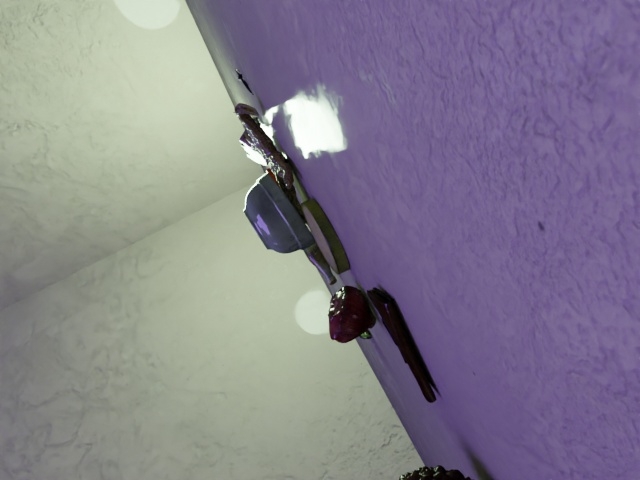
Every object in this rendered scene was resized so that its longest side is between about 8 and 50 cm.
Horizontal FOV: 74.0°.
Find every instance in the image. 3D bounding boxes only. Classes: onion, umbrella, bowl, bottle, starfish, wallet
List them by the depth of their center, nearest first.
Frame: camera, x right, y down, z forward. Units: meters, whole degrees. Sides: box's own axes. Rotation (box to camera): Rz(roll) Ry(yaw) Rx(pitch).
[{"bbox_3d":[0.177,0.222,0.932,0.255,0.031,0.137,63,175,-13],"label":"wallet"},{"bbox_3d":[0.095,0.232,1.293,0.147,0.184,0.184,20,178,-5],"label":"onion"},{"bbox_3d":[-0.146,-0.255,1.450,0.432,0.082,0.324,58,173,3],"label":"starfish"},{"bbox_3d":[-0.265,-0.546,1.460,0.022,0.022,0.148,2,-132,-45],"label":"umbrella"},{"bbox_3d":[-0.164,-0.077,1.519,0.307,0.163,0.307,57,175,8],"label":"bowl"},{"bbox_3d":[-0.009,0.079,1.837,0.269,0.083,0.083,59,175,29],"label":"bottle"}]

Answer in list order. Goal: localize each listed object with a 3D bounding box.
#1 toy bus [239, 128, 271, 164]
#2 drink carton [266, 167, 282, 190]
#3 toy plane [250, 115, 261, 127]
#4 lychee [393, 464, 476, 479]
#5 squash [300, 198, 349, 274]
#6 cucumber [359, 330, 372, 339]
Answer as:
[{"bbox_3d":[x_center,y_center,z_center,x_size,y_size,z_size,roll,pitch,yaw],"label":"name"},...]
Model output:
[{"bbox_3d":[-0.254,-0.384,1.726,0.112,0.090,0.274,33,177,-2],"label":"toy bus"},{"bbox_3d":[-0.172,-0.235,1.916,0.096,0.071,0.223,60,174,30],"label":"drink carton"},{"bbox_3d":[-0.265,-0.474,1.739,0.102,0.040,0.111,63,177,16],"label":"toy plane"},{"bbox_3d":[0.240,0.630,0.832,0.306,0.306,0.330,72,178,-65],"label":"lychee"},{"bbox_3d":[0.016,-0.013,1.311,0.252,0.049,0.252,62,173,13],"label":"squash"},{"bbox_3d":[0.181,0.388,1.818,0.220,0.046,0.070,84,166,-79],"label":"cucumber"}]
